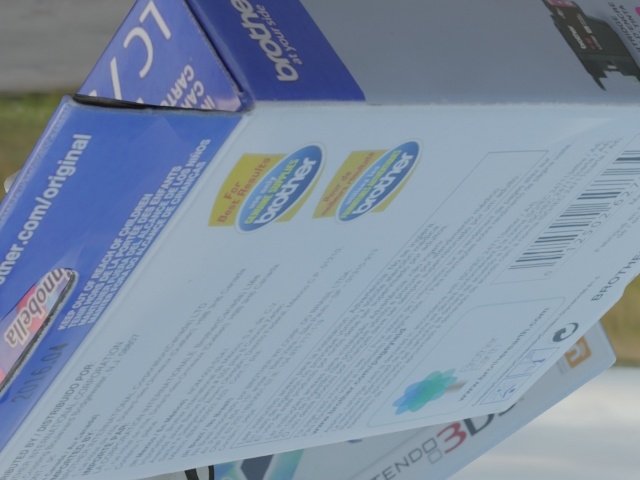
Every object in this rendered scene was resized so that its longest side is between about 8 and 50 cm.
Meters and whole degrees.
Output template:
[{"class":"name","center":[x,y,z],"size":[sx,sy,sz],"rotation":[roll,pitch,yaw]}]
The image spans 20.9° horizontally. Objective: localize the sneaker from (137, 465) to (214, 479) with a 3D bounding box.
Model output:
[{"class":"sneaker","center":[-0.195,0.056,0.822],"size":[0.169,0.448,0.257],"rotation":[-25,178,12]}]

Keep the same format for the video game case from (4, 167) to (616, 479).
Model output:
[{"class":"video game case","center":[0.007,0.024,1.109],"size":[0.300,0.329,0.036],"rotation":[-33,-159,-13]}]

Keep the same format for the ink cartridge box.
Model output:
[{"class":"ink cartridge box","center":[0.000,0.000,0.547],"size":[0.311,0.065,0.186],"rotation":[-7,146,-45]}]
